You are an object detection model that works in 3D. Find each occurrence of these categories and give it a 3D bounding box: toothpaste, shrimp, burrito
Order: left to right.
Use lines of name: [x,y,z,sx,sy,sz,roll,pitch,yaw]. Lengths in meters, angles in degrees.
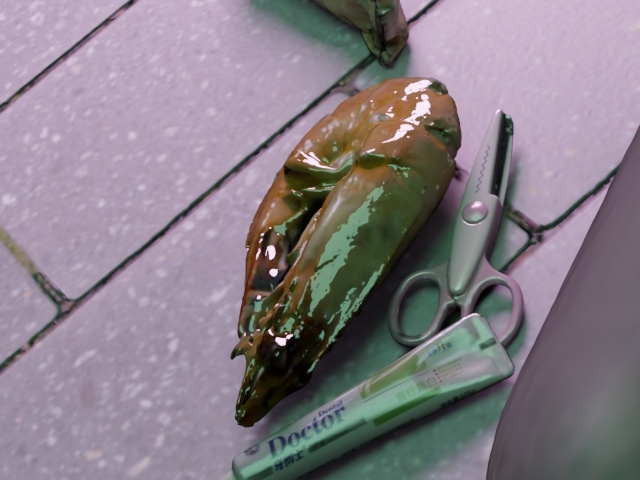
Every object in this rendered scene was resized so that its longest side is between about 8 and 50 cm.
burrito: [-0.005,-0.207,1.252,0.058,0.063,0.229,-55,47,16]
shrimp: [0.000,0.001,1.084,0.145,0.061,0.267,1,58,40]
toothpaste: [0.019,0.106,1.009,0.197,0.029,0.048,-29,60,1]

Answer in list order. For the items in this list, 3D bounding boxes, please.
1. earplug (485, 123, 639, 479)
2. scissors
earplug: [0.247,0.074,0.733,0.313,0.312,0.394,15,62,34]
scissors: [0.098,-0.008,1.067,0.085,0.022,0.176,4,59,24]
